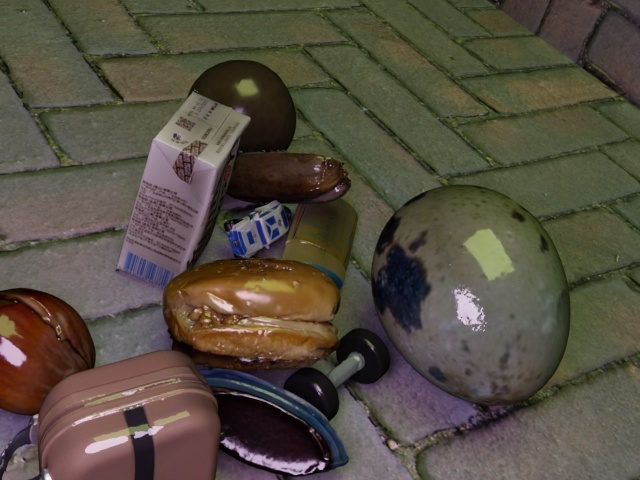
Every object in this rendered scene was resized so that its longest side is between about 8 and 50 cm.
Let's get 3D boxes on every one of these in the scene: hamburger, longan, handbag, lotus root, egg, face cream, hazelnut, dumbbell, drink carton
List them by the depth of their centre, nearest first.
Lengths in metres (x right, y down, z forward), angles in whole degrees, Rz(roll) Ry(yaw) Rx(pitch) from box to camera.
[{"bbox_3d":[-0.273,0.297,1.072,0.283,0.301,0.149,-7,42,-23],"label":"handbag"},{"bbox_3d":[-0.439,0.161,1.267,0.181,0.181,0.212,5,23,15],"label":"hazelnut"},{"bbox_3d":[-0.117,0.117,1.408,0.284,0.174,0.304,-1,2,-16],"label":"hamburger"},{"bbox_3d":[0.030,0.233,1.452,0.100,0.100,0.191,36,40,21],"label":"dumbbell"},{"bbox_3d":[0.274,0.099,1.537,0.345,0.345,0.428,-3,57,-28],"label":"egg"},{"bbox_3d":[-0.250,-0.081,1.545,0.132,0.324,0.194,24,38,-1],"label":"drink carton"},{"bbox_3d":[0.000,0.000,1.763,0.139,0.067,0.285,27,35,-8],"label":"face cream"},{"bbox_3d":[-0.102,-0.116,1.765,0.329,0.167,0.078,-1,58,27],"label":"lotus root"},{"bbox_3d":[-0.178,-0.281,1.916,0.258,0.258,0.258,12,37,-9],"label":"longan"}]

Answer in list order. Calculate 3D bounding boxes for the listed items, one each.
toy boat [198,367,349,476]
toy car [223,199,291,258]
[{"bbox_3d":[-0.097,0.283,1.322,0.309,0.129,0.142,24,2,2],"label":"toy boat"},{"bbox_3d":[-0.119,-0.026,1.717,0.070,0.080,0.171,-4,20,38],"label":"toy car"}]
